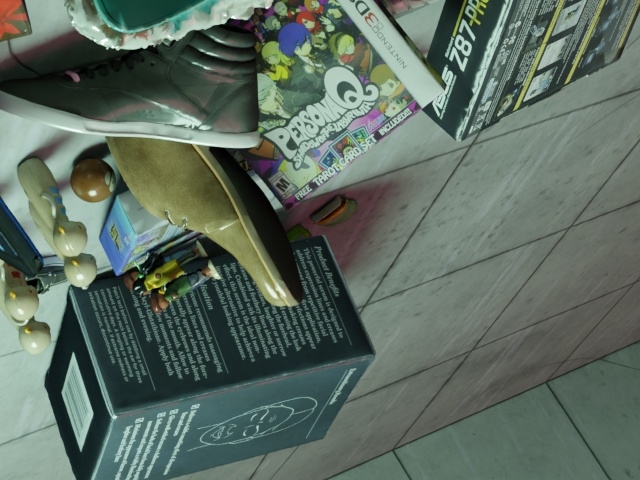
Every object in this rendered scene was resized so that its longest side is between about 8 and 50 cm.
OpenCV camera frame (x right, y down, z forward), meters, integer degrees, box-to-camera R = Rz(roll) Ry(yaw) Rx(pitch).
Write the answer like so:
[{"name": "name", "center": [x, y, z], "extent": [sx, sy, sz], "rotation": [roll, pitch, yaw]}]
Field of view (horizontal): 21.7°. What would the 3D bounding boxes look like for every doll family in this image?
[{"name": "doll family", "center": [-0.192, 0.046, 2.111], "extent": [0.111, 0.076, 0.193], "rotation": [-31, 179, -3]}]

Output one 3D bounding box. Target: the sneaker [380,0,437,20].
[{"name": "sneaker", "center": [0.073, -0.282, 1.961], "extent": [0.229, 0.086, 0.132], "rotation": [-26, 171, -8]}]

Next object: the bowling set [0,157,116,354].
[{"name": "bowling set", "center": [-0.309, -0.005, 1.920], "extent": [0.200, 0.154, 0.287], "rotation": [-29, 160, -7]}]

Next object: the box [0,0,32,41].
[{"name": "box", "center": [-0.362, -0.239, 1.374], "extent": [0.201, 0.057, 0.293], "rotation": [-14, 158, -5]}]

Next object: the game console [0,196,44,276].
[{"name": "game console", "center": [-0.447, -0.025, 1.628], "extent": [0.173, 0.250, 0.293], "rotation": [-55, 159, -16]}]

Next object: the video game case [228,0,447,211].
[{"name": "video game case", "center": [-0.012, -0.182, 1.871], "extent": [0.232, 0.210, 0.042], "rotation": [-37, -173, 14]}]

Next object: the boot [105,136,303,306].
[{"name": "boot", "center": [-0.130, -0.040, 1.903], "extent": [0.115, 0.305, 0.112], "rotation": [-34, 179, 10]}]

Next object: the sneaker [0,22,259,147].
[{"name": "sneaker", "center": [-0.199, -0.185, 1.765], "extent": [0.296, 0.104, 0.146], "rotation": [4, 104, -19]}]

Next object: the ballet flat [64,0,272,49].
[{"name": "ballet flat", "center": [-0.076, -0.295, 1.668], "extent": [0.409, 0.147, 0.147], "rotation": [-20, 157, -21]}]

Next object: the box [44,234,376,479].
[{"name": "box", "center": [-0.166, 0.183, 2.400], "extent": [0.396, 0.212, 0.293], "rotation": [-11, 153, -23]}]

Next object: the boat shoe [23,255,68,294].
[{"name": "boat shoe", "center": [-0.368, 0.052, 2.130], "extent": [0.142, 0.040, 0.049], "rotation": [-5, 147, -51]}]

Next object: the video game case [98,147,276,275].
[{"name": "video game case", "center": [-0.147, -0.054, 2.079], "extent": [0.244, 0.061, 0.269], "rotation": [-27, 176, -16]}]

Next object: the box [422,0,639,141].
[{"name": "box", "center": [0.288, -0.330, 1.947], "extent": [0.318, 0.097, 0.395], "rotation": [-27, 149, -34]}]

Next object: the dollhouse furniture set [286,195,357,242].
[{"name": "dollhouse furniture set", "center": [0.000, 0.000, 2.517], "extent": [0.152, 0.058, 0.076], "rotation": [-37, 160, 14]}]
